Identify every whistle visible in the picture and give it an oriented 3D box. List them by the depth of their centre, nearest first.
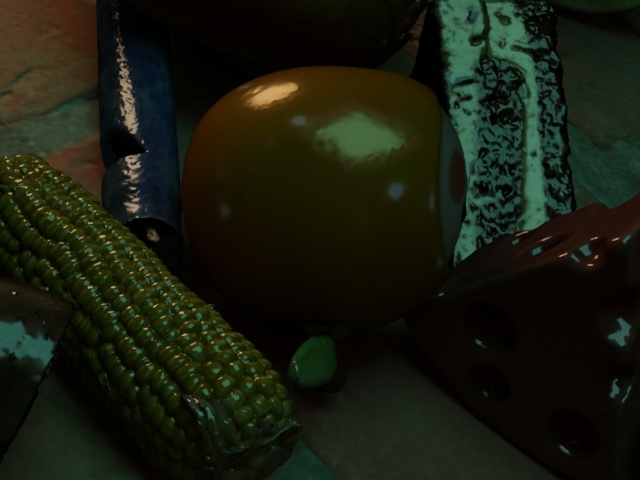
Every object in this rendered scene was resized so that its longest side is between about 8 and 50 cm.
[{"bbox_3d":[-0.137,-0.094,1.429,0.062,0.062,0.304,10,40,-17],"label":"whistle"}]

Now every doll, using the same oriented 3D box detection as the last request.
[{"bbox_3d":[0.000,0.000,1.307,0.213,0.213,0.236,7,78,-19],"label":"doll"}]

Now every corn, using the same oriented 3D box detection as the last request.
[{"bbox_3d":[-0.132,0.053,1.239,0.106,0.106,0.293,-22,53,-42],"label":"corn"}]

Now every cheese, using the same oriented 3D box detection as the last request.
[{"bbox_3d":[0.196,0.075,1.341,0.128,0.203,0.177,-38,103,-49],"label":"cheese"}]

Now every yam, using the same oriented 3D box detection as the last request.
[{"bbox_3d":[-0.274,0.054,1.136,0.238,0.129,0.128,19,38,-7],"label":"yam"}]

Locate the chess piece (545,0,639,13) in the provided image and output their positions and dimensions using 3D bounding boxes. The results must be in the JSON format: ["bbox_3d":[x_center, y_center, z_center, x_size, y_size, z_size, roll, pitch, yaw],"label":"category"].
[{"bbox_3d":[0.277,-0.420,1.900,0.234,0.234,0.442,20,34,-4],"label":"chess piece"}]

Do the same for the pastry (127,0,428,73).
[{"bbox_3d":[-0.067,-0.269,1.538,0.356,0.164,0.356,30,23,-14],"label":"pastry"}]

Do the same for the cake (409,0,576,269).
[{"bbox_3d":[0.138,-0.066,1.551,0.112,0.135,0.246,0,73,-10],"label":"cake"}]
